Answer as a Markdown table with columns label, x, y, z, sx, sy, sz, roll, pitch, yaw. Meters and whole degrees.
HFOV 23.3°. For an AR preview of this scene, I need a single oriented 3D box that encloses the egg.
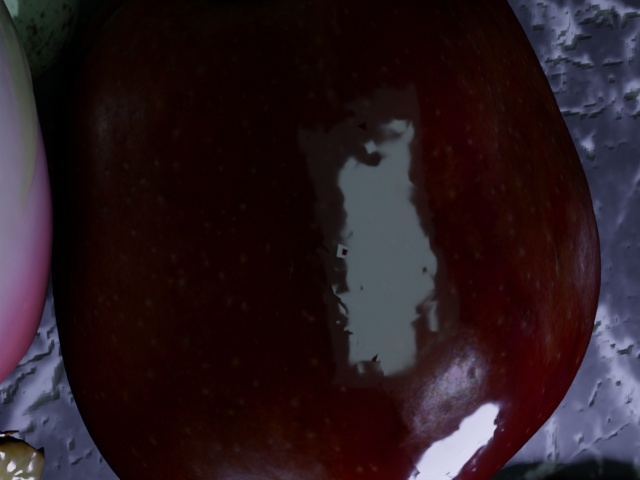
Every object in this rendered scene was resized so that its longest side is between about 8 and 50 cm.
| label | x | y | z | sx | sy | sz | roll | pitch | yaw |
| --- | --- | --- | --- | --- | --- | --- | --- | --- | --- |
| egg | -0.167 | -0.133 | 0.787 | 0.085 | 0.085 | 0.110 | -23 | 99 | -15 |

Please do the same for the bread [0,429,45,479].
| label | x | y | z | sx | sy | sz | roll | pitch | yaw |
| --- | --- | --- | --- | --- | --- | --- | --- | --- | --- |
| bread | -0.270 | 0.171 | 0.808 | 0.262 | 0.163 | 0.204 | 1 | 112 | -68 |

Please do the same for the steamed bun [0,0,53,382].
| label | x | y | z | sx | sy | sz | roll | pitch | yaw |
| --- | --- | --- | --- | --- | --- | --- | --- | --- | --- |
| steamed bun | -0.244 | -0.018 | 0.681 | 0.309 | 0.309 | 0.309 | -8 | 111 | -21 |

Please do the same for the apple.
| label | x | y | z | sx | sy | sz | roll | pitch | yaw |
| --- | --- | --- | --- | --- | --- | --- | --- | --- | --- |
| apple | 0.000 | 0.000 | 0.801 | 0.288 | 0.288 | 0.316 | -19 | 109 | -17 |
